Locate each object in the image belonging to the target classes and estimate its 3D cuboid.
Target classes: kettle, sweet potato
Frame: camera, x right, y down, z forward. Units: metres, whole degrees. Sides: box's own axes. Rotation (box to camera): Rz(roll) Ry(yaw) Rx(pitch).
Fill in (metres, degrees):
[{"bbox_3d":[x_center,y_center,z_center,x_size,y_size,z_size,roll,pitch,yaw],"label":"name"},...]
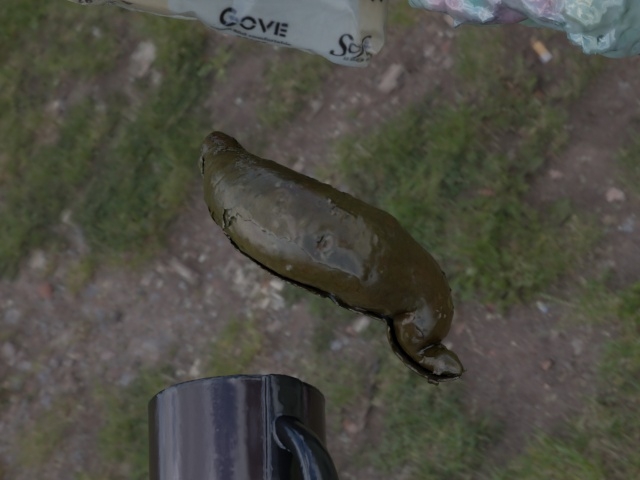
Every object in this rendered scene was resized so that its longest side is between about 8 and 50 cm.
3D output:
[{"bbox_3d":[-0.044,0.227,0.953,0.202,0.144,0.232,-30,56,43],"label":"kettle"},{"bbox_3d":[0.001,0.001,1.024,0.310,0.124,0.098,37,85,15],"label":"sweet potato"}]

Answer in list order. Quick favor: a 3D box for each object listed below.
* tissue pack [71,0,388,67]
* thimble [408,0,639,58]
[{"bbox_3d":[-0.095,-0.389,1.305,0.195,0.376,0.390,-160,75,-85],"label":"tissue pack"},{"bbox_3d":[0.139,-0.166,0.605,0.185,0.211,0.149,15,104,9],"label":"thimble"}]
